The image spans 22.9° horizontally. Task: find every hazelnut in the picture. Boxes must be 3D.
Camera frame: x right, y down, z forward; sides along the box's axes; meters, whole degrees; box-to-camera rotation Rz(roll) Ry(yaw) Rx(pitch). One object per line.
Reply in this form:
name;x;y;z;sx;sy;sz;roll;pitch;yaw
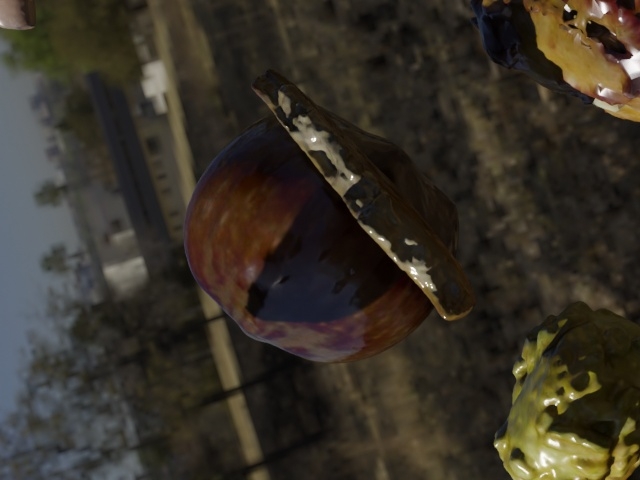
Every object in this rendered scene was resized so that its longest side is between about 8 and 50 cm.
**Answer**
hazelnut;0.000;0.000;1.375;0.234;0.218;0.218;35;174;-1

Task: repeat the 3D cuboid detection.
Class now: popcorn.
popcorn;0.308;0.190;1.808;0.266;0.192;0.233;89;-161;-68

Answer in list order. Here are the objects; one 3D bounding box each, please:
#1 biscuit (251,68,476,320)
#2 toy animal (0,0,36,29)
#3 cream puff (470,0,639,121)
biscuit;0.031;-0.038;1.126;0.228;0.031;0.176;49;-175;3
toy animal;-0.367;-0.219;1.240;0.166;0.250;0.154;58;-164;-62
cream puff;0.266;-0.187;1.136;0.350;0.350;0.229;-134;63;-78
